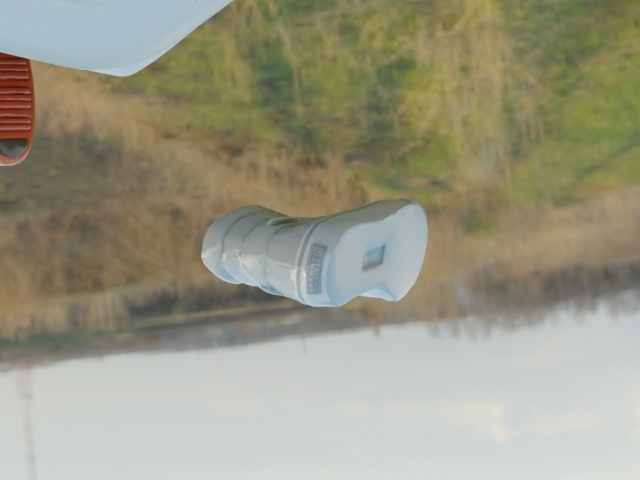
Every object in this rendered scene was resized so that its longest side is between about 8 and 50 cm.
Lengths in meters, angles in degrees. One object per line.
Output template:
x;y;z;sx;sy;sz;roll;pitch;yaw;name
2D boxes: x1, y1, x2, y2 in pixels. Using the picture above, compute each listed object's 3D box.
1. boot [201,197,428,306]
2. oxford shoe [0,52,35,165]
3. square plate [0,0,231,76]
0.000;0.000;1.159;0.123;0.095;0.258;13;-174;22;boot
-0.341;-0.182;1.234;0.098;0.271;0.097;-27;169;28;oxford shoe
-0.164;-0.210;0.927;0.344;0.049;0.347;9;153;-44;square plate
